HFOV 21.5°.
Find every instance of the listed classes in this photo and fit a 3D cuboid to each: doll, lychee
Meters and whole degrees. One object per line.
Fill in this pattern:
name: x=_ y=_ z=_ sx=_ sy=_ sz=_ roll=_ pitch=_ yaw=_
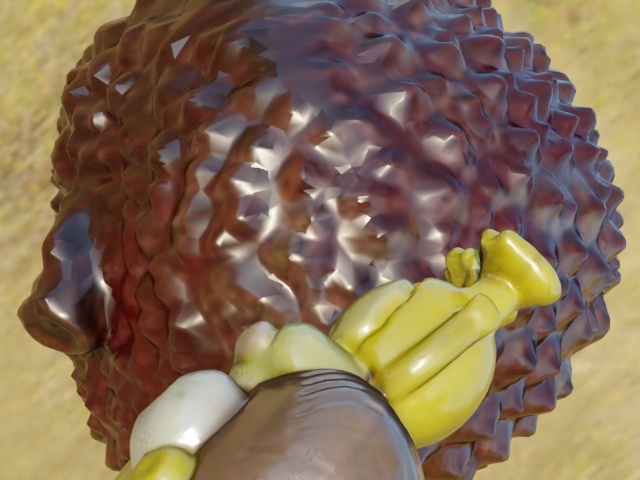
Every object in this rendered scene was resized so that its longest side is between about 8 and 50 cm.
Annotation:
doll: x=-0.009 y=0.069 z=0.537 sx=0.096 sy=0.145 sz=0.188 roll=48 pitch=46 yaw=-7
lychee: x=0.000 y=0.000 z=0.859 sx=0.330 sy=0.306 sz=0.306 roll=-7 pitch=49 yaw=-30
